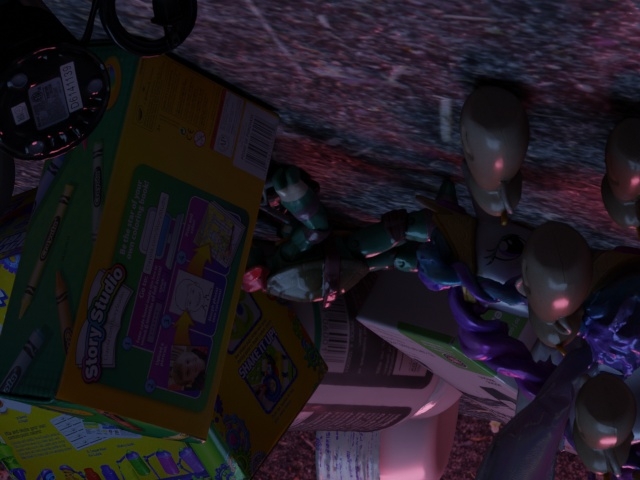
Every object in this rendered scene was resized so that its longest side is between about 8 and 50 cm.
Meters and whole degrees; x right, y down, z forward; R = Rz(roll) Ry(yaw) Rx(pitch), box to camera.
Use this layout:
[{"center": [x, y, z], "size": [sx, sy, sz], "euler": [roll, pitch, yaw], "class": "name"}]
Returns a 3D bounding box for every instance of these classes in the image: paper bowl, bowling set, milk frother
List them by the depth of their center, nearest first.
[{"center": [-0.171, -0.143, 0.972], "size": [0.143, 0.129, 0.135], "euler": [-13, -137, -32], "class": "milk frother"}, {"center": [0.225, 0.012, 1.055], "size": [0.199, 0.287, 0.154], "euler": [-16, 158, 1], "class": "bowling set"}, {"center": [0.098, 0.220, 2.017], "size": [0.148, 0.284, 0.284], "euler": [7, 168, 16], "class": "paper bowl"}]

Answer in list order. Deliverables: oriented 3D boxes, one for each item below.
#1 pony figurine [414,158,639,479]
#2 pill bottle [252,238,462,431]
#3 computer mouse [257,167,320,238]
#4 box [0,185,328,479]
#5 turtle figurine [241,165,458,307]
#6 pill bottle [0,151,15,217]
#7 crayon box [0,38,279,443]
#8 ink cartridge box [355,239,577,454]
[{"center": [0.239, 0.124, 1.266], "size": [0.363, 0.351, 0.303], "euler": [10, -162, 12], "class": "pony figurine"}, {"center": [0.011, 0.113, 1.706], "size": [0.204, 0.204, 0.361], "euler": [5, 176, 38], "class": "pill bottle"}, {"center": [-0.137, -0.039, 1.517], "size": [0.272, 0.072, 0.188], "euler": [12, 170, 6], "class": "computer mouse"}, {"center": [-0.201, 0.089, 1.448], "size": [0.290, 0.177, 0.279], "euler": [-15, 114, 37], "class": "box"}, {"center": [0.000, 0.000, 1.345], "size": [0.234, 0.118, 0.175], "euler": [-4, 172, -10], "class": "turtle figurine"}, {"center": [-0.376, -0.087, 1.307], "size": [0.160, 0.160, 0.283], "euler": [11, 169, 12], "class": "pill bottle"}, {"center": [-0.139, 0.004, 1.178], "size": [0.081, 0.278, 0.165], "euler": [3, 165, 40], "class": "crayon box"}, {"center": [0.204, 0.113, 1.553], "size": [0.273, 0.115, 0.198], "euler": [35, 169, -25], "class": "ink cartridge box"}]
